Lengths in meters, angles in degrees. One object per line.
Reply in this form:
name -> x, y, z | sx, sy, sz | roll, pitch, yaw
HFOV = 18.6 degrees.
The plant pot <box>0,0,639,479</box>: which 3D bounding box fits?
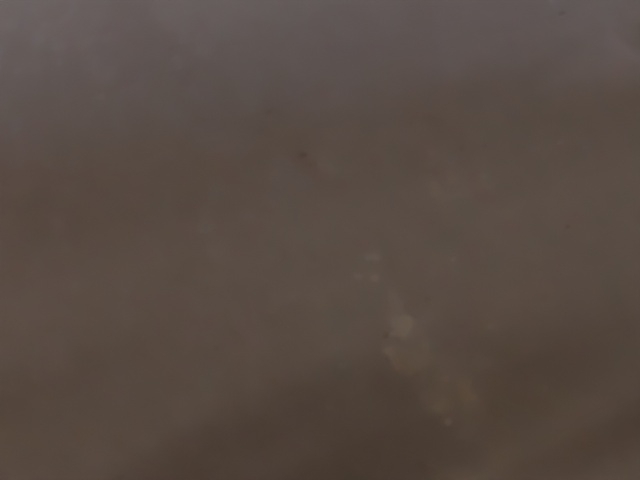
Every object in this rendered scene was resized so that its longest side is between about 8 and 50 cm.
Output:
plant pot -> 0.000, 0.000, 0.407 | 0.229, 0.263, 0.263 | -22, -28, 21
